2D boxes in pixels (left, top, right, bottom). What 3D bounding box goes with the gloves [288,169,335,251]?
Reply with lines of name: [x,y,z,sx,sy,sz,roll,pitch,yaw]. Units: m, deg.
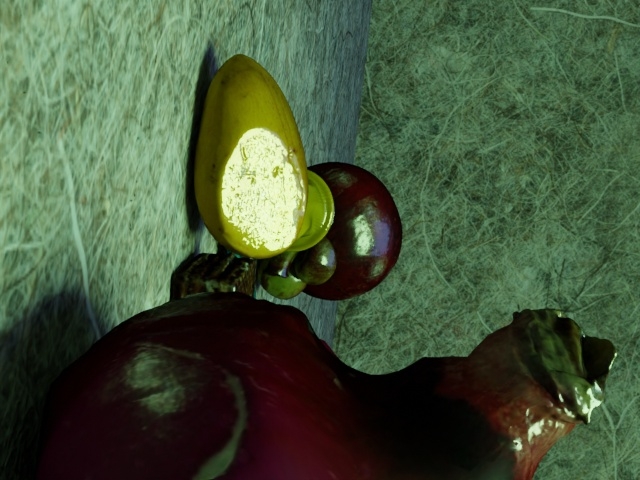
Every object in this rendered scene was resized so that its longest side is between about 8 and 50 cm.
gloves: [-0.059,-0.047,1.350,0.294,0.116,0.133,12,55,-81]

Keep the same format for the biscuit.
biscuit: [-0.127,0.209,1.165,0.107,0.073,0.388,-54,149,-74]

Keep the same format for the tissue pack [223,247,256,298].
tissue pack: [-0.102,0.024,1.310,0.085,0.028,0.138,61,15,-75]

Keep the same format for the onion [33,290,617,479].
onion: [0.026,0.194,0.748,0.398,0.420,0.398,-23,90,-80]

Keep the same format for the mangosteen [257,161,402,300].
mangosteen: [0.000,0.000,1.604,0.257,0.215,0.215,-34,139,-39]

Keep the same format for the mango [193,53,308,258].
mango: [-0.080,-0.090,1.137,0.141,0.102,0.217,-16,107,-36]
